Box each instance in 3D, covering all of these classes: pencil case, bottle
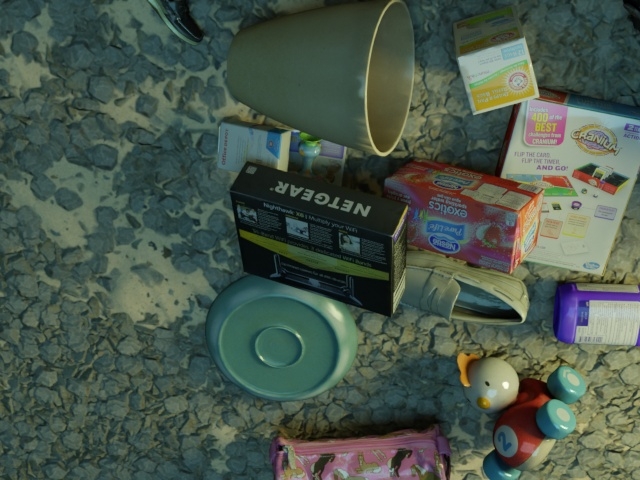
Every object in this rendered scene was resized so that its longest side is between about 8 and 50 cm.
[{"bbox_3d":[0.086,0.475,2.117,0.386,0.167,0.160,-6,84,9],"label":"pencil case"},{"bbox_3d":[0.590,0.142,1.921,0.283,0.092,0.118,1,118,5],"label":"bottle"}]

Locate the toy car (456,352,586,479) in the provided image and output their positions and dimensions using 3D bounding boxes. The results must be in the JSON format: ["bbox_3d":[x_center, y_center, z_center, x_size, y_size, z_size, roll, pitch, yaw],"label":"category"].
[{"bbox_3d":[0.354,0.318,1.992,0.238,0.210,0.219,36,128,1],"label":"toy car"}]

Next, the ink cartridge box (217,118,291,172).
[{"bbox_3d":[-0.122,-0.166,1.836,0.122,0.052,0.088,13,110,17],"label":"ink cartridge box"}]

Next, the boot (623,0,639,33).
[{"bbox_3d":[0.576,-0.347,1.525,0.146,0.367,0.445,-42,107,0],"label":"boot"}]

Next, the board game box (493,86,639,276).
[{"bbox_3d":[0.437,-0.105,1.823,0.242,0.064,0.316,12,118,0],"label":"board game box"}]

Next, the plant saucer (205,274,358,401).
[{"bbox_3d":[-0.082,0.209,2.058,0.318,0.043,0.317,2,118,4],"label":"plant saucer"}]

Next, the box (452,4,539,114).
[{"bbox_3d":[0.285,-0.299,1.658,0.114,0.203,0.103,-14,115,13],"label":"box"}]

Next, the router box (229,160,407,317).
[{"bbox_3d":[0.000,0.000,1.824,0.309,0.081,0.243,17,144,15],"label":"router box"}]

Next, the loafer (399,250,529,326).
[{"bbox_3d":[0.239,0.096,1.923,0.320,0.111,0.112,8,118,2],"label":"loafer"}]

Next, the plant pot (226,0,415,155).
[{"bbox_3d":[-0.008,-0.283,1.698,0.274,0.256,0.256,8,120,21],"label":"plant pot"}]

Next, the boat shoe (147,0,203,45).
[{"bbox_3d":[-0.254,-0.404,1.745,0.049,0.056,0.152,-36,109,27],"label":"boat shoe"}]

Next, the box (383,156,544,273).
[{"bbox_3d":[0.249,-0.048,1.786,0.257,0.128,0.122,17,120,27],"label":"box"}]

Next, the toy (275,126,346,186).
[{"bbox_3d":[-0.032,-0.089,1.888,0.137,0.056,0.237,9,118,3],"label":"toy"}]
